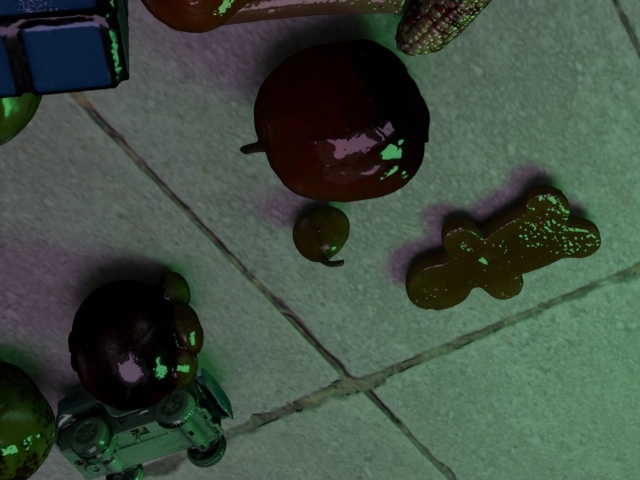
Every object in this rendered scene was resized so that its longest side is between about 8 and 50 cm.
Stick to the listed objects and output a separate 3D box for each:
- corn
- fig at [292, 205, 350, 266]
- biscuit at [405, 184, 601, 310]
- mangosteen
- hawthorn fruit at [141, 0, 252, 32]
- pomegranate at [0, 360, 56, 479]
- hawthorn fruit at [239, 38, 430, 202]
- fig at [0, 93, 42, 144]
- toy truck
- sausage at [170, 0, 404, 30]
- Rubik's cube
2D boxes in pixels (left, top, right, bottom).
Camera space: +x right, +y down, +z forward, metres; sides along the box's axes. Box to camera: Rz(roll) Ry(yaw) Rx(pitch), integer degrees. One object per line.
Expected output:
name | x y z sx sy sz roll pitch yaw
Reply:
corn | 0.181 -0.320 1.641 0.086 0.086 0.253 19 131 -27
fig | 0.000 0.000 1.945 0.084 0.098 0.082 2 139 5
biscuit | 0.262 0.016 2.044 0.301 0.049 0.197 -30 129 21
mangosteen | -0.274 0.153 1.995 0.209 0.210 0.210 -5 137 -4
hawthorn fruit | -0.141 -0.354 1.486 0.196 0.197 0.225 -22 120 14
pomegranate | -0.545 0.318 2.112 0.222 0.204 0.277 29 126 -5
hawthorn fruit | 0.014 -0.144 1.719 0.249 0.215 0.215 -18 137 8
fig | -0.403 -0.207 1.610 0.167 0.167 0.233 23 136 -30
toy truck | -0.286 0.293 2.169 0.278 0.156 0.155 -20 137 11
sausage | -0.046 -0.299 1.644 0.301 0.066 0.066 -7 138 -5
Rubik's cube | -0.351 -0.335 1.387 0.288 0.294 0.283 -7 140 -4
